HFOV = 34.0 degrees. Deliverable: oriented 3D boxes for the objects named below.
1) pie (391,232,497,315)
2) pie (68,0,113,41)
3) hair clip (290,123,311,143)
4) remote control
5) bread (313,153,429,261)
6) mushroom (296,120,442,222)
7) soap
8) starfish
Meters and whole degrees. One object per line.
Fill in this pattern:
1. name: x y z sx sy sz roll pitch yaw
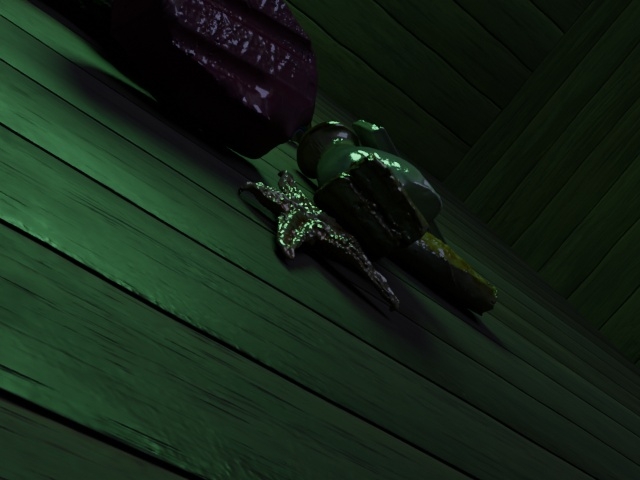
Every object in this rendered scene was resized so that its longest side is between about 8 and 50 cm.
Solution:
1. pie: 0.170 0.024 1.701 0.282 0.068 0.128 32 10 -16
2. pie: -0.327 -0.354 1.551 0.371 0.078 0.296 40 10 -5
3. hair clip: -0.067 -0.227 2.000 0.033 0.060 0.188 25 4 35
4. remote control: 0.136 -0.081 1.795 0.285 0.038 0.123 60 -8 -21
5. bread: 0.067 -0.042 1.412 0.138 0.102 0.196 47 -2 -4
6. mushroom: 0.060 -0.099 1.656 0.159 0.122 0.329 13 17 -21
7. soap: -0.134 -0.261 1.430 0.324 0.127 0.220 26 61 -42
8. starfish: 0.004 -0.004 1.258 0.231 0.048 0.295 37 11 -11
